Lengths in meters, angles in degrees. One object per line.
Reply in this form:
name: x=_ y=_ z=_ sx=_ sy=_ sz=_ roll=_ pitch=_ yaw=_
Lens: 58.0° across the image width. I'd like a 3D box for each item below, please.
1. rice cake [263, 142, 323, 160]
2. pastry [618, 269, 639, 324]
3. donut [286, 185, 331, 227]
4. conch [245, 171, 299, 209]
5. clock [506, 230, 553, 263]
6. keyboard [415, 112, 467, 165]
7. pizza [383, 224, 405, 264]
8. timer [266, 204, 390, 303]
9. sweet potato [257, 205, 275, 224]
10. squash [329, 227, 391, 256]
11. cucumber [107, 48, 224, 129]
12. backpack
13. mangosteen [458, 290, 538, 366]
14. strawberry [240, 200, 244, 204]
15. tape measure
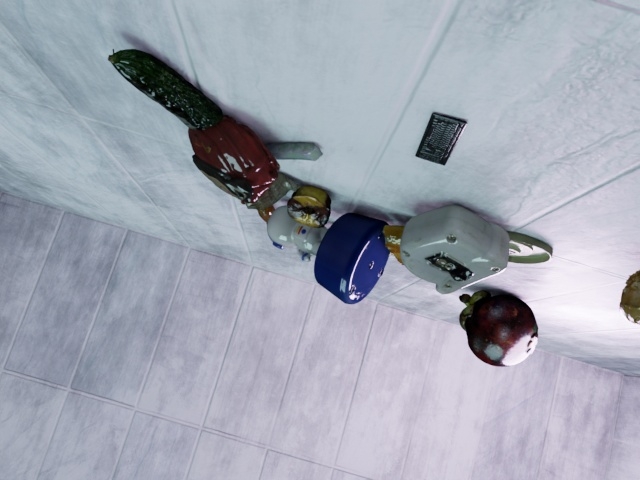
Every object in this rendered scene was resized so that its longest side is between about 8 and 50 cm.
rice cake: x=-0.085 y=-0.206 z=1.352 sx=0.210 sy=0.034 sz=0.043 roll=6 pitch=166 yaw=41
pastry: x=0.839 y=0.130 z=1.341 sx=0.255 sy=0.162 sz=0.310 roll=-3 pitch=167 yaw=36
donut: x=-0.028 y=-0.096 z=1.637 sx=0.140 sy=0.059 sz=0.140 roll=12 pitch=146 yaw=8
conch: x=-0.164 y=-0.150 z=1.586 sx=0.207 sy=0.130 sz=0.155 roll=-5 pitch=-175 yaw=-13
clock: x=0.518 y=0.021 z=1.598 sx=0.234 sy=0.029 sz=0.235 roll=16 pitch=169 yaw=3
keyboard: x=0.223 y=-0.186 z=1.082 sx=0.067 sy=0.011 sz=0.202 roll=16 pitch=168 yaw=5
pizza: x=0.302 y=0.023 z=1.729 sx=0.335 sy=0.086 sz=0.226 roll=17 pitch=163 yaw=-25
timer: x=0.000 y=0.000 z=1.783 sx=0.383 sy=0.270 sz=0.270 roll=26 pitch=174 yaw=26
sweet potato: x=-0.186 y=-0.100 z=1.937 sx=0.078 sy=0.058 sz=0.255 roll=34 pitch=172 yaw=25
squash: x=0.137 y=0.006 z=1.958 sx=0.238 sy=0.069 sz=0.069 roll=19 pitch=168 yaw=-9
cucumber: x=-0.297 y=-0.297 z=1.128 sx=0.077 sy=0.077 sz=0.265 roll=9 pitch=164 yaw=32
backpack: x=-0.206 y=-0.196 z=1.309 sx=0.229 sy=0.139 sz=0.229 roll=41 pitch=166 yaw=12
mangosteen: x=0.697 y=0.342 z=2.263 sx=0.311 sy=0.311 sz=0.311 roll=16 pitch=168 yaw=3
strawberry: x=-0.245 y=-0.162 z=1.698 sx=0.104 sy=0.048 sz=0.152 roll=31 pitch=165 yaw=14
tape measure: x=0.338 y=0.031 z=1.500 sx=0.265 sy=0.130 sz=0.258 roll=27 pitch=150 yaw=-21
